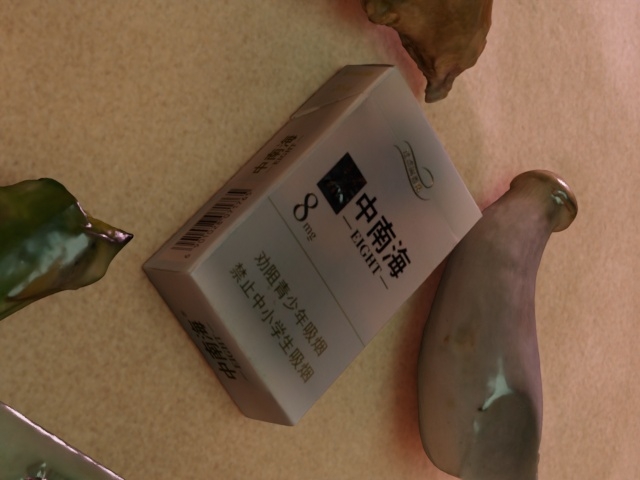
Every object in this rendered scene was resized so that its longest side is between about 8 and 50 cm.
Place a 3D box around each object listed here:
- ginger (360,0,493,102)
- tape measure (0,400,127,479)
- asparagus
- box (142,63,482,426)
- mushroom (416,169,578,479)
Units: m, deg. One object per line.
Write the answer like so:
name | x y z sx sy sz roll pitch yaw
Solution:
ginger | 0.077 -0.232 1.389 0.218 0.123 0.270 -21 106 -39
tape measure | -0.203 0.221 1.198 0.235 0.115 0.207 38 67 -34
asparagus | -0.261 0.052 1.168 0.343 0.082 0.085 -32 147 -32
box | 0.000 0.000 1.378 0.243 0.067 0.155 -45 120 -27
mushroom | 0.139 0.064 1.474 0.118 0.103 0.270 23 73 -37
